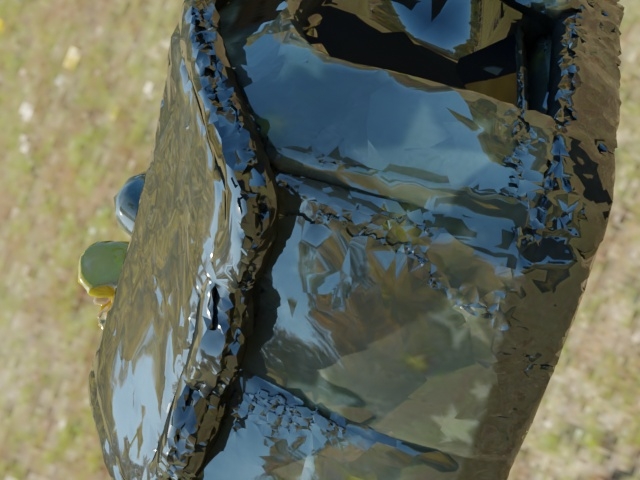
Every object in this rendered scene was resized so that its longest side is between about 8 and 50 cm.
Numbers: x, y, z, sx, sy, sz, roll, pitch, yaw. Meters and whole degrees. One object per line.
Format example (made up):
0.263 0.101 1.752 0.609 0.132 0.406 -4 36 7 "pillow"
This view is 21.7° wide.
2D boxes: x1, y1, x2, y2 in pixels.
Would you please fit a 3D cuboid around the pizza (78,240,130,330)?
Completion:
0.026 0.030 0.811 0.268 0.087 0.258 -35 51 2 "pizza"

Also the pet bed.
0.000 0.000 0.587 0.183 0.159 0.211 -73 -1 -49 "pet bed"
